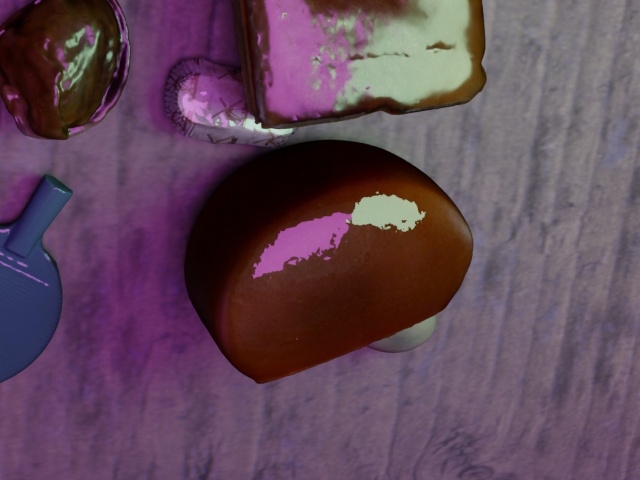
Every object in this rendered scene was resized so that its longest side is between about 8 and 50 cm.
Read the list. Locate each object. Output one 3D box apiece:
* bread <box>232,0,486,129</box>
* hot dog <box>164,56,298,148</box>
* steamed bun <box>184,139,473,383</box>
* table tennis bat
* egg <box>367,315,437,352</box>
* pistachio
[{"bbox_3d":[0.044,-0.324,1.287,0.324,0.143,0.333,-11,103,-16],"label":"bread"},{"bbox_3d":[-0.115,-0.180,1.357,0.191,0.059,0.108,8,97,-20],"label":"hot dog"},{"bbox_3d":[0.000,0.000,1.366,0.379,0.235,0.248,-22,121,-10],"label":"steamed bun"},{"bbox_3d":[-0.433,0.057,1.342,0.215,0.044,0.329,31,99,-26],"label":"table tennis bat"},{"bbox_3d":[0.105,0.112,1.518,0.152,0.114,0.114,15,104,-28],"label":"egg"},{"bbox_3d":[-0.314,-0.222,1.230,0.165,0.130,0.210,19,94,-22],"label":"pistachio"}]
